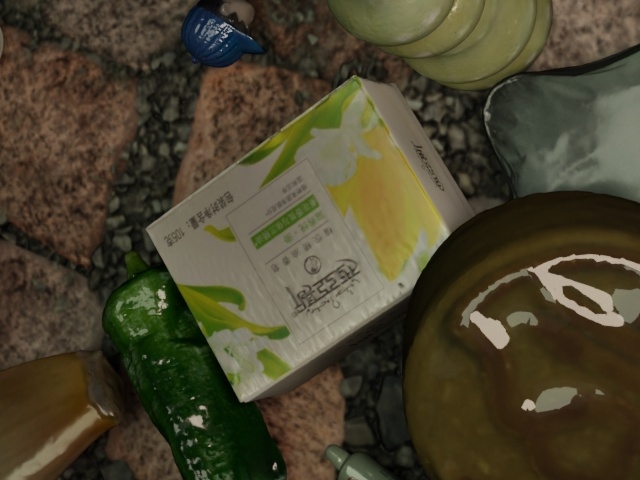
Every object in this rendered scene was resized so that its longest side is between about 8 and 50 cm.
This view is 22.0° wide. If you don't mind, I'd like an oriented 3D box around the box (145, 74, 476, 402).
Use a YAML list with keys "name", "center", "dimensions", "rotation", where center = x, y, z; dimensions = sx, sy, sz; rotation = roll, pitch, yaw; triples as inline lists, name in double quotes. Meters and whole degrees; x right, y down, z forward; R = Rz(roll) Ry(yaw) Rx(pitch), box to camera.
- name: "box"
  center: [0.000, 0.000, 1.508]
  dimensions: [0.260, 0.111, 0.194]
  rotation: [-35, 77, 18]

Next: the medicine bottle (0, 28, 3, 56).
- name: "medicine bottle"
  center: [-0.380, -0.207, 1.710]
  dimensions: [0.089, 0.057, 0.057]
  rotation: [9, 93, 25]

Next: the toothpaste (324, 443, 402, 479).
- name: "toothpaste"
  center: [0.095, 0.260, 1.505]
  dimensions: [0.233, 0.038, 0.060]
  rotation: [37, 108, 17]

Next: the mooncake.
- name: "mooncake"
  center: [0.205, 0.107, 1.344]
  dimensions: [0.284, 0.155, 0.284]
  rotation: [2, 108, 7]

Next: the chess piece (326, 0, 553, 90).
- name: "chess piece"
  center: [0.091, -0.207, 1.388]
  dimensions: [0.144, 0.251, 0.144]
  rotation: [-1, 89, 24]

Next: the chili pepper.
- name: "chili pepper"
  center: [-0.128, 0.126, 1.559]
  dimensions: [0.099, 0.136, 0.270]
  rotation: [-35, 71, 33]

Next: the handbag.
- name: "handbag"
  center: [0.294, -0.082, 1.400]
  dimensions: [0.332, 0.075, 0.191]
  rotation: [-16, 86, 20]

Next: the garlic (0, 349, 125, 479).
- name: "garlic"
  center: [-0.318, 0.215, 1.651]
  dimensions: [0.318, 0.112, 0.143]
  rotation: [-41, 52, 20]

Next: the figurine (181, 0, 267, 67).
- name: "figurine"
  center: [-0.091, -0.233, 1.571]
  dimensions: [0.077, 0.079, 0.136]
  rotation: [-168, 78, -66]
